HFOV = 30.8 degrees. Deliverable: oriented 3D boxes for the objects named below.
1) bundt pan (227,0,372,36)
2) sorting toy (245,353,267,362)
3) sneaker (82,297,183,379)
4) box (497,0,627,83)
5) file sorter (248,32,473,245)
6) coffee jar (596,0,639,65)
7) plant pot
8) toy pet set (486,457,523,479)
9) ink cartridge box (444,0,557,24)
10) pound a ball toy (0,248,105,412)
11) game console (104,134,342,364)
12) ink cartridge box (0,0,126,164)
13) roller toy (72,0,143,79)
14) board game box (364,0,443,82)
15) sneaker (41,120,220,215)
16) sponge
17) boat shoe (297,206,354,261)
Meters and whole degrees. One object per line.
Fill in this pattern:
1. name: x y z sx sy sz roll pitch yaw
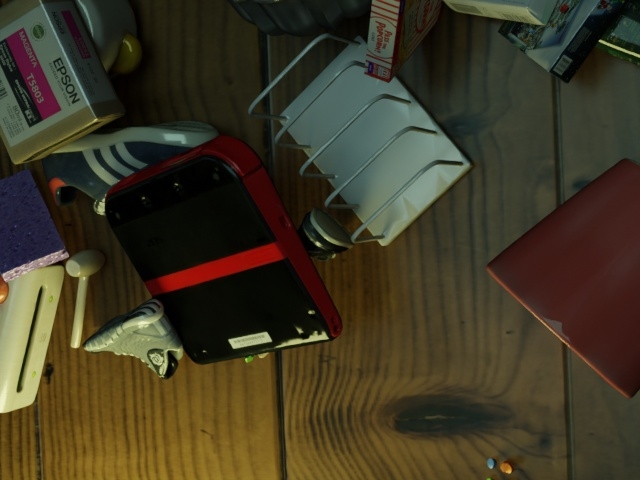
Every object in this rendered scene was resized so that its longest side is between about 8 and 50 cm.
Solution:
1. bundt pan: -0.005 -0.430 1.748 0.331 0.124 0.331 -15 47 16
2. sorting toy: -0.106 0.164 1.937 0.083 0.012 0.062 -44 80 15
3. sneaker: -0.310 0.189 1.975 0.228 0.086 0.132 -26 104 50
4. box: 0.367 -0.356 1.647 0.233 0.044 0.159 -56 33 16
5. file sorter: 0.053 -0.156 1.769 0.193 0.173 0.278 -43 75 18
6. coffee jar: 0.481 -0.275 1.628 0.184 0.079 0.096 34 101 20
7. plant pot: 0.406 0.040 1.589 0.275 0.275 0.243 45 97 16
8. toy pet set: 0.309 0.398 1.754 0.114 0.065 0.122 5 92 58
9. ink cartridge box: 0.295 -0.430 1.689 0.181 0.056 0.225 23 83 49
10. pound a ball toy: -0.528 0.145 2.053 0.208 0.136 0.319 19 100 22
11. game console: -0.163 0.027 1.815 0.386 0.060 0.342 -16 108 49
12. ink cartridge box: -0.455 -0.268 1.885 0.193 0.088 0.235 -24 92 28
13. roller toy: -0.416 -0.357 1.977 0.209 0.146 0.191 -12 98 26
14. board game box: 0.128 -0.344 1.689 0.045 0.193 0.147 23 140 16
15. sneaker: -0.317 -0.119 1.965 0.350 0.131 0.148 -2 98 29
16. sponge: -0.528 -0.028 2.032 0.117 0.031 0.210 -25 54 -11
17. boat shoe: 0.000 0.000 1.762 0.079 0.233 0.084 -44 88 2
